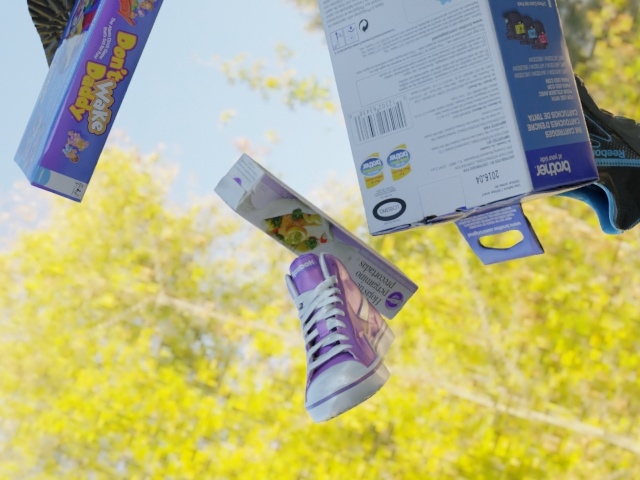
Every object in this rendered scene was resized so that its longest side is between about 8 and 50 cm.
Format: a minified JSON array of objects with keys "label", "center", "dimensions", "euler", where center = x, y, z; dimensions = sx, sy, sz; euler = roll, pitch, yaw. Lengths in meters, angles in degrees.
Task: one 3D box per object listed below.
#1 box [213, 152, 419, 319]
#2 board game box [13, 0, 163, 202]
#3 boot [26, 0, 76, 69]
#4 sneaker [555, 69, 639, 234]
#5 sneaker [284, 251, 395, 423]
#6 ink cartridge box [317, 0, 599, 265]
[{"label":"box","center":[0.000,0.000,1.754],"dimensions":[0.063,0.067,0.324],"euler":[-50,-50,5]},{"label":"board game box","center":[-0.338,-0.245,1.999],"dimensions":[0.347,0.078,0.233],"euler":[-67,22,5]},{"label":"boot","center":[-0.448,-0.527,2.333],"dimensions":[0.367,0.146,0.445],"euler":[105,156,-53]},{"label":"sneaker","center":[0.301,-0.144,1.789],"dimensions":[0.140,0.341,0.125],"euler":[-54,-9,-13]},{"label":"sneaker","center":[0.002,0.102,1.575],"dimensions":[0.102,0.161,0.282],"euler":[-30,9,10]},{"label":"ink cartridge box","center":[0.165,-0.164,1.658],"dimensions":[0.151,0.270,0.396],"euler":[-9,-94,-43]}]
